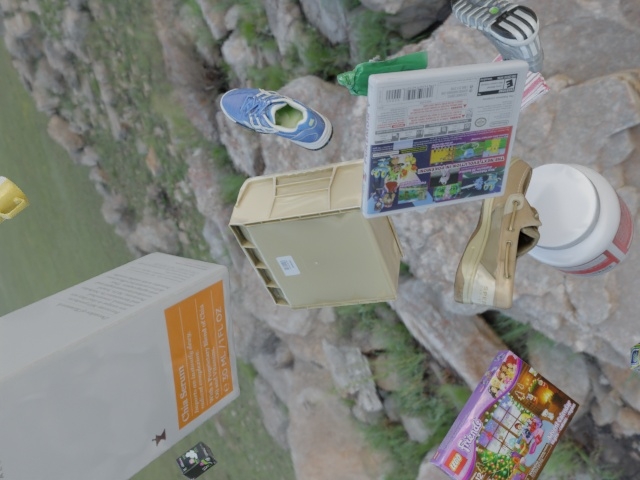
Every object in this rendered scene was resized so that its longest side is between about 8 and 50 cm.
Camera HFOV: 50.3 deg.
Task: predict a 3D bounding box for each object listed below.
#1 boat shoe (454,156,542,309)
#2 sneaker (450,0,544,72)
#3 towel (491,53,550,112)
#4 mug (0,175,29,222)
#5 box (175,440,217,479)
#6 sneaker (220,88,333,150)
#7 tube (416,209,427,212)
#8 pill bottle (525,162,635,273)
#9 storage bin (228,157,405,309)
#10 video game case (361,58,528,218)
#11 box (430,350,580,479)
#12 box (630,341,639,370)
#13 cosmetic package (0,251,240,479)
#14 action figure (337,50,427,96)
[{"bbox_3d":[0.340,-0.014,1.226,0.110,0.341,0.122,13,145,24],"label":"boat shoe"},{"bbox_3d":[0.296,-0.337,1.124,0.132,0.086,0.229,50,-167,-40],"label":"sneaker"},{"bbox_3d":[0.404,-0.333,1.453,0.144,0.029,0.197,-45,34,35],"label":"towel"},{"bbox_3d":[-0.506,-0.060,1.077,0.062,0.064,0.078,49,150,-16],"label":"mug"},{"bbox_3d":[-0.329,0.587,1.812,0.052,0.083,0.062,50,171,38],"label":"box"},{"bbox_3d":[-0.080,-0.215,1.123,0.211,0.080,0.081,19,175,24],"label":"sneaker"},{"bbox_3d":[0.338,-0.164,1.916,0.062,0.240,0.070,52,147,-5],"label":"tube"},{"bbox_3d":[0.569,-0.045,1.544,0.229,0.407,0.229,-5,79,30],"label":"pill bottle"},{"bbox_3d":[0.000,0.000,1.285,0.262,0.260,0.123,65,-154,-43],"label":"storage bin"},{"bbox_3d":[0.149,-0.123,0.837,0.023,0.201,0.184,-122,27,-52],"label":"video game case"},{"bbox_3d":[0.396,0.413,1.458,0.201,0.293,0.057,37,166,-3],"label":"box"},{"bbox_3d":[0.759,0.245,1.522,0.169,0.059,0.054,98,-177,-63],"label":"box"},{"bbox_3d":[-0.314,0.196,0.910,0.161,0.453,0.230,9,113,32],"label":"cosmetic package"},{"bbox_3d":[0.133,-0.372,1.555,0.063,0.232,0.137,42,131,38],"label":"action figure"}]
